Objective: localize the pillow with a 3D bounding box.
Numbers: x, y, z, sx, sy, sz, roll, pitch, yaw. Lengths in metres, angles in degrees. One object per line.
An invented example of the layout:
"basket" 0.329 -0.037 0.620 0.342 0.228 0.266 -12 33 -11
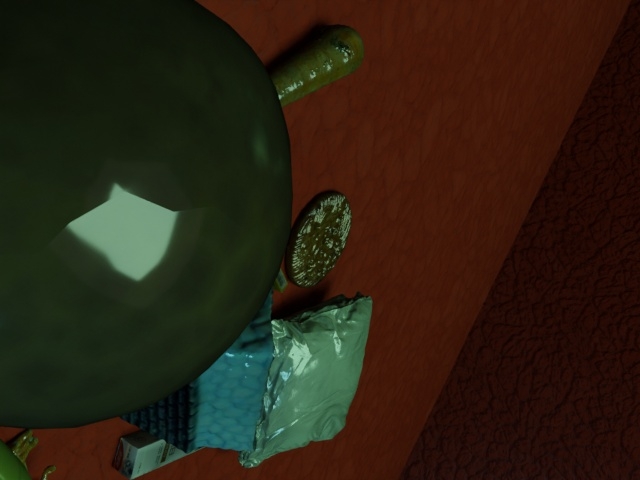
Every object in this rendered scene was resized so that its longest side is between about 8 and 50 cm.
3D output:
"pillow" -0.035 0.255 1.247 0.283 0.138 0.310 -6 115 -49

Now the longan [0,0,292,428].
"longan" -0.205 -0.029 0.516 0.404 0.336 0.404 -23 160 -9

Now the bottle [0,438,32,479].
"bottle" -0.372 0.202 0.633 0.112 0.112 0.260 -48 147 -31

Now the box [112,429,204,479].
"box" -0.224 0.308 1.052 0.218 0.039 0.055 -4 113 -60

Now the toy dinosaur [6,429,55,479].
"toy dinosaur" -0.385 0.340 0.781 0.212 0.057 0.142 -47 136 -34

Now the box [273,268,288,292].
"box" -0.104 0.016 0.985 0.023 0.086 0.155 -54 150 -24

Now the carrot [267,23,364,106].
"carrot" -0.046 -0.214 0.937 0.298 0.078 0.078 -42 145 -31

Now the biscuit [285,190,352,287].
"biscuit" 0.001 0.001 1.224 0.188 0.027 0.188 -42 145 -39

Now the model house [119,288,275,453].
"model house" -0.188 0.132 0.875 0.226 0.241 0.261 -100 -164 -44
